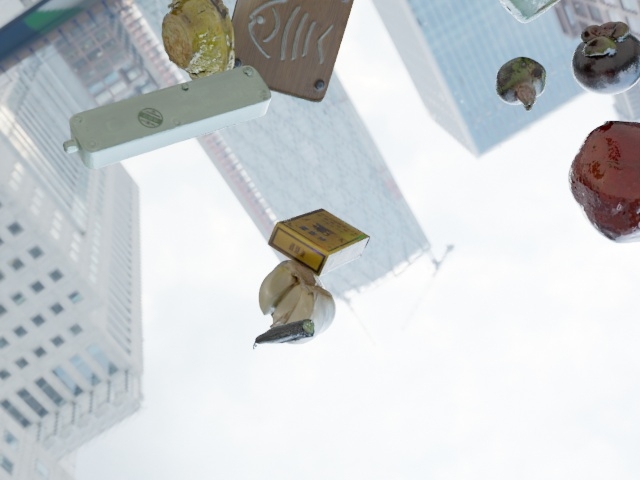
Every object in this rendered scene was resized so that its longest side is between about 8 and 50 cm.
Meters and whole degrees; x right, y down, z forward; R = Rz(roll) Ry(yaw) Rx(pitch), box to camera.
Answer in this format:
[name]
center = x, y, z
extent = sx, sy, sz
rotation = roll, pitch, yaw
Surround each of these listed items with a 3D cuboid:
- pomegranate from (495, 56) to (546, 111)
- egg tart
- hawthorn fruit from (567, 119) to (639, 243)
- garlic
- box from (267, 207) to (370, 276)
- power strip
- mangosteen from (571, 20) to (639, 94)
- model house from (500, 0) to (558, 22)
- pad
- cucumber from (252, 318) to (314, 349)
[pomegranate]
center = 0.543, -0.411, 2.115
extent = 0.138, 0.125, 0.163
rotation = -15, -106, 11
[egg tart]
center = -0.282, -0.459, 1.767
extent = 0.106, 0.241, 0.241
rotation = -21, -162, -36
[hawthorn fruit]
center = 0.696, -0.115, 1.726
extent = 0.265, 0.265, 0.307
rotation = -28, -150, 9
[garlic]
center = -0.063, 0.180, 2.147
extent = 0.281, 0.184, 0.203
rotation = 44, -74, 38
[box]
center = 0.000, 0.000, 2.365
extent = 0.192, 0.084, 0.301
rotation = 30, -158, 19
[power strip]
center = -0.270, -0.219, 1.396
extent = 0.385, 0.091, 0.062
rotation = -23, 158, -26
[mangosteen]
center = 0.787, -0.498, 2.153
extent = 0.209, 0.210, 0.210
rotation = -24, -150, 15
[model house]
center = 0.525, -0.775, 2.058
extent = 0.245, 0.280, 0.312
rotation = -36, 161, 24
[pad]
center = -0.078, -0.492, 1.861
extent = 0.018, 0.284, 0.287
rotation = 42, -62, 61
[cucumber]
center = -0.081, 0.186, 1.570
extent = 0.163, 0.043, 0.039
rotation = -15, -151, 36
